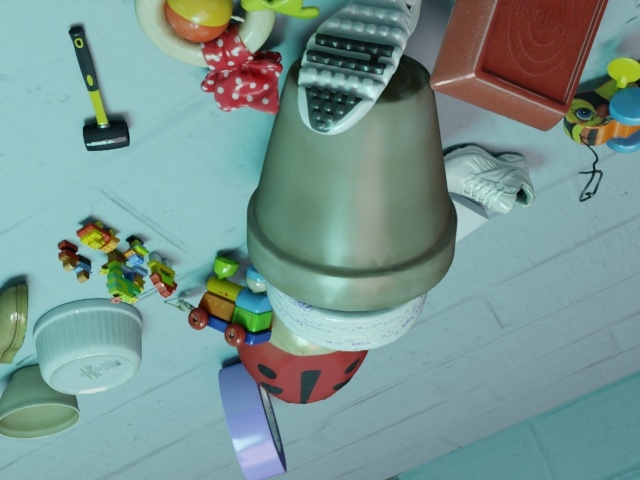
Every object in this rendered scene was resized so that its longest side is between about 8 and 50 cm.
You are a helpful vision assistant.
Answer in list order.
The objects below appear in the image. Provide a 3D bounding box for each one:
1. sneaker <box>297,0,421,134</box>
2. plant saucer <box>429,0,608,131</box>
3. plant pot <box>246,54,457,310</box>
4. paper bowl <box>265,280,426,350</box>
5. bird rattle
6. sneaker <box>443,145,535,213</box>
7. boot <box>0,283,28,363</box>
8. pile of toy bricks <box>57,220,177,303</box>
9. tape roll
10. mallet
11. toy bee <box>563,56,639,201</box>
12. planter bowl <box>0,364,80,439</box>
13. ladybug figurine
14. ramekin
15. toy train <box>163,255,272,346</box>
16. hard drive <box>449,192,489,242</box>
[{"bbox_3d":[0.065,-0.246,0.818,0.110,0.292,0.118,21,168,16],"label":"sneaker"},{"bbox_3d":[0.284,-0.291,0.904,0.258,0.047,0.259,9,103,-37],"label":"plant saucer"},{"bbox_3d":[0.050,-0.110,0.981,0.323,0.323,0.280,-9,128,-15],"label":"plant pot"},{"bbox_3d":[0.046,0.063,1.193,0.284,0.284,0.148,-12,139,-12],"label":"paper bowl"},{"bbox_3d":[-0.118,-0.273,0.829,0.207,0.143,0.253,13,150,-22],"label":"bird rattle"},{"bbox_3d":[0.304,-0.102,1.248,0.232,0.115,0.090,-1,143,-25],"label":"sneaker"},{"bbox_3d":[-0.649,0.150,1.160,0.269,0.089,0.236,7,139,-32],"label":"boot"},{"bbox_3d":[-0.343,0.062,1.168,0.118,0.105,0.212,-29,145,15],"label":"pile of toy bricks"},{"bbox_3d":[-0.160,0.426,1.631,0.090,0.275,0.275,-17,147,-3],"label":"tape roll"},{"bbox_3d":[-0.304,-0.190,0.895,0.062,0.039,0.190,-14,142,-4],"label":"mallet"},{"bbox_3d":[0.479,-0.225,1.159,0.298,0.162,0.195,-30,146,-30],"label":"toy bee"},{"bbox_3d":[-0.587,0.327,1.426,0.162,0.109,0.162,-13,147,-9],"label":"planter bowl"},{"bbox_3d":[-0.030,0.224,1.454,0.305,0.162,0.449,-4,147,-5],"label":"ladybug figurine"},{"bbox_3d":[-0.446,0.214,1.333,0.207,0.109,0.207,-13,146,-9],"label":"ramekin"},{"bbox_3d":[-0.195,0.093,1.292,0.105,0.248,0.143,-3,109,-60],"label":"toy train"},{"bbox_3d":[0.160,0.007,1.402,0.318,0.040,0.210,-39,142,27],"label":"hard drive"}]
